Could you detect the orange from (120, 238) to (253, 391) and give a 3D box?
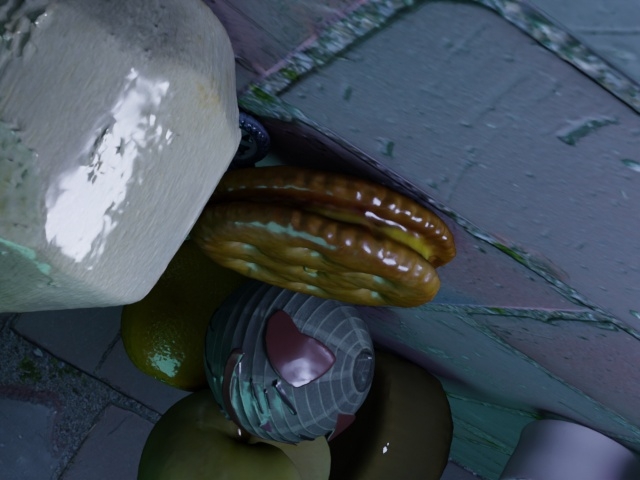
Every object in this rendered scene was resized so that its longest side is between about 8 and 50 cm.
[{"bbox_3d":[-0.190,0.112,1.631,0.236,0.236,0.236,29,170,6],"label":"orange"}]

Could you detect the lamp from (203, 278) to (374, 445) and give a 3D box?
[{"bbox_3d":[-0.037,0.155,1.431,0.233,0.233,0.265,22,160,37],"label":"lamp"}]

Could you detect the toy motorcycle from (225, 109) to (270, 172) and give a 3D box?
[{"bbox_3d":[-0.156,-0.078,0.944,0.255,0.092,0.135,6,150,18],"label":"toy motorcycle"}]

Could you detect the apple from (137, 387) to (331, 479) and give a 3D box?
[{"bbox_3d":[-0.123,0.356,1.553,0.292,0.254,0.292,12,-150,-7],"label":"apple"}]

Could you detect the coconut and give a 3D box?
[{"bbox_3d":[-0.190,-0.071,0.693,0.245,0.247,0.245,30,171,5],"label":"coconut"}]

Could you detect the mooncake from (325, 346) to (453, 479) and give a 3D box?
[{"bbox_3d":[0.075,0.314,1.709,0.156,0.284,0.284,26,172,-29],"label":"mooncake"}]

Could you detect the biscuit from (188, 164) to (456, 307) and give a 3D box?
[{"bbox_3d":[0.000,0.000,0.896,0.221,0.066,0.220,14,165,4],"label":"biscuit"}]

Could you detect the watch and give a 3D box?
[{"bbox_3d":[0.376,0.348,1.486,0.244,0.196,0.231,26,148,15],"label":"watch"}]
